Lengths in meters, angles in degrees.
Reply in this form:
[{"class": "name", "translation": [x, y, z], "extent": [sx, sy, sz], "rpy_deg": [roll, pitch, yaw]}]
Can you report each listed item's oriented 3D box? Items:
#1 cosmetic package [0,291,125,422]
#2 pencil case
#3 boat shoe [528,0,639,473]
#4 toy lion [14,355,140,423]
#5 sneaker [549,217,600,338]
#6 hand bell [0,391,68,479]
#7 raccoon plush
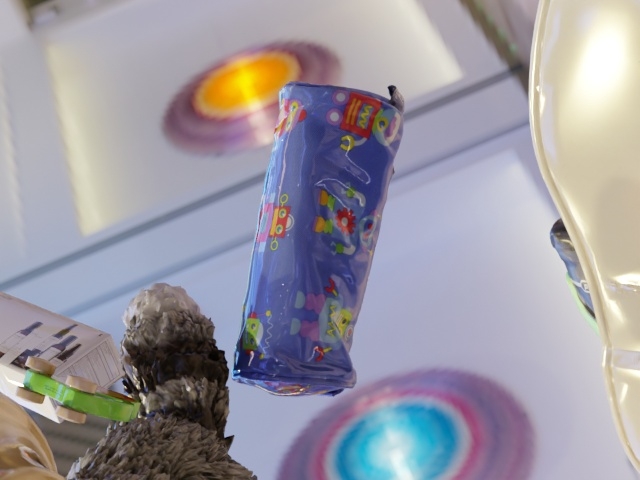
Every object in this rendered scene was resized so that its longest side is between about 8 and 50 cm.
[{"class": "cosmetic package", "translation": [-0.326, 0.124, 1.824], "extent": [0.239, 0.099, 0.060], "rpy_deg": [15, 131, 47]}, {"class": "pencil case", "translation": [0.000, 0.000, 1.552], "extent": [0.119, 0.133, 0.306], "rpy_deg": [-3, 74, 53]}, {"class": "boat shoe", "translation": [0.191, -0.021, 0.868], "extent": [0.112, 0.095, 0.335], "rpy_deg": [10, 122, 44]}, {"class": "toy lion", "translation": [-0.176, 0.120, 1.249], "extent": [0.096, 0.034, 0.100], "rpy_deg": [21, 176, -39]}, {"class": "sneaker", "translation": [0.396, -0.096, 1.449], "extent": [0.202, 0.483, 0.185], "rpy_deg": [48, -163, 6]}, {"class": "hand bell", "translation": [-0.101, 0.134, 0.684], "extent": [0.242, 0.126, 0.126], "rpy_deg": [4, 123, 49]}, {"class": "raccoon plush", "translation": [-0.224, 0.220, 1.393], "extent": [0.299, 0.216, 0.446], "rpy_deg": [15, -146, -35]}]
